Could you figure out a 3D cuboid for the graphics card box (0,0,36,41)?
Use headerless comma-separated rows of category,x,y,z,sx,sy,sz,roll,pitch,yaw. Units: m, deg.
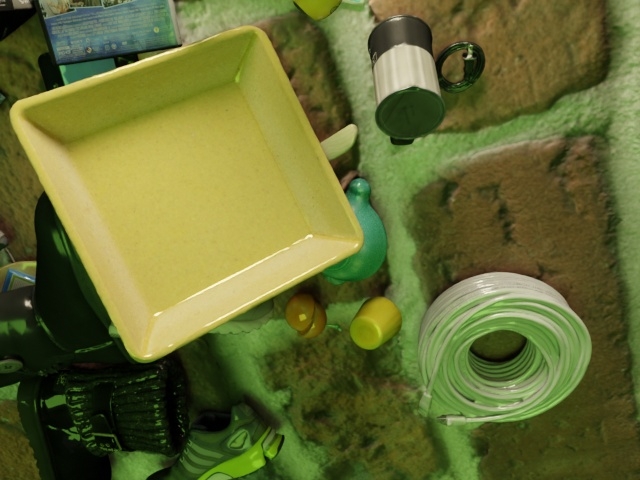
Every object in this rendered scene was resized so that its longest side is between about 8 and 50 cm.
graphics card box,-0.513,-0.388,0.665,0.094,0.232,0.371,-34,110,13

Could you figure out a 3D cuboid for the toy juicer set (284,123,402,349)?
toy juicer set,0.000,0.000,0.903,0.209,0.089,0.328,-3,106,30

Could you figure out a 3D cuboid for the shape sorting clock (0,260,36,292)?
shape sorting clock,-0.472,0.123,1.024,0.206,0.040,0.206,0,116,1

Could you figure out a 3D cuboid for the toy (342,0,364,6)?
toy,-0.048,-0.375,0.723,0.237,0.056,0.136,13,118,-1

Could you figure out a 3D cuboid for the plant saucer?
plant saucer,-0.156,-0.067,0.772,0.333,0.081,0.332,-27,93,-21

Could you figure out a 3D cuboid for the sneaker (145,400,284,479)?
sneaker,-0.212,0.384,1.108,0.300,0.111,0.121,-31,94,17

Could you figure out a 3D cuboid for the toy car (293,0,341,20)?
toy car,-0.074,-0.378,0.665,0.239,0.053,0.224,15,115,3

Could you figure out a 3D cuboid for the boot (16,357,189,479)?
boot,-0.358,0.355,1.073,0.260,0.131,0.347,-2,126,1

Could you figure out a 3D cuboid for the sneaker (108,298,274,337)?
sneaker,-0.166,0.077,0.871,0.105,0.281,0.115,1,89,35

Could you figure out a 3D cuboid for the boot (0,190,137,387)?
boot,-0.500,0.100,0.859,0.446,0.146,0.367,-9,134,-3

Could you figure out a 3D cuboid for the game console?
game console,-0.320,-0.194,0.825,0.144,0.085,0.124,-4,116,7

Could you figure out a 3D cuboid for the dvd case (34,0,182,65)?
dvd case,-0.289,-0.361,0.762,0.181,0.022,0.252,-6,111,8

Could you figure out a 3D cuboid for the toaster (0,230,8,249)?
toaster,-0.620,0.015,0.940,0.227,0.129,0.146,-32,105,22

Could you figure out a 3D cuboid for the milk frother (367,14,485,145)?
milk frother,0.138,-0.195,0.749,0.143,0.134,0.129,-11,146,14

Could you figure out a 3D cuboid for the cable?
cable,0.282,0.173,0.947,0.257,0.089,0.257,1,116,5

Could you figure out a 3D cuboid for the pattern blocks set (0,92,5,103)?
pattern blocks set,-0.622,-0.270,0.850,0.285,0.026,0.324,-28,111,18
